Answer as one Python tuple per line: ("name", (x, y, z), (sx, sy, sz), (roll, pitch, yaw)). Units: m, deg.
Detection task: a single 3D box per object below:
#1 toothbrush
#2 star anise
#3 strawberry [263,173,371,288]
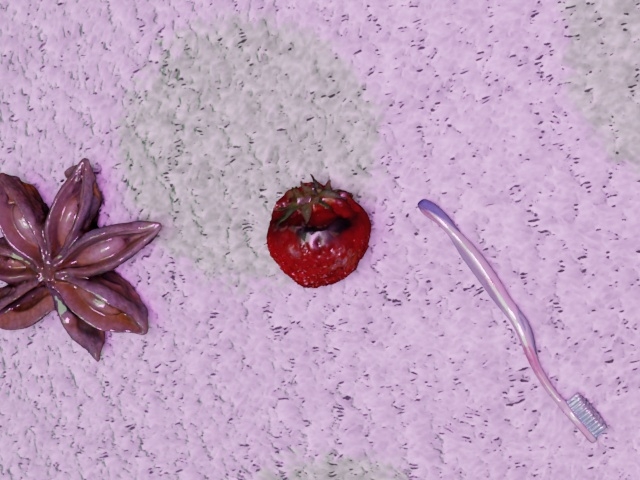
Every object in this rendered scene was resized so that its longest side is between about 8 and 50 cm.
("toothbrush", (0.173, 0.070, 1.258), (0.027, 0.021, 0.269), (-36, 85, 6))
("star anise", (-0.253, 0.011, 1.361), (0.212, 0.073, 0.197), (16, 105, 13))
("strawberry", (-0.001, 0.001, 1.272), (0.106, 0.106, 0.106), (2, 97, 18))
